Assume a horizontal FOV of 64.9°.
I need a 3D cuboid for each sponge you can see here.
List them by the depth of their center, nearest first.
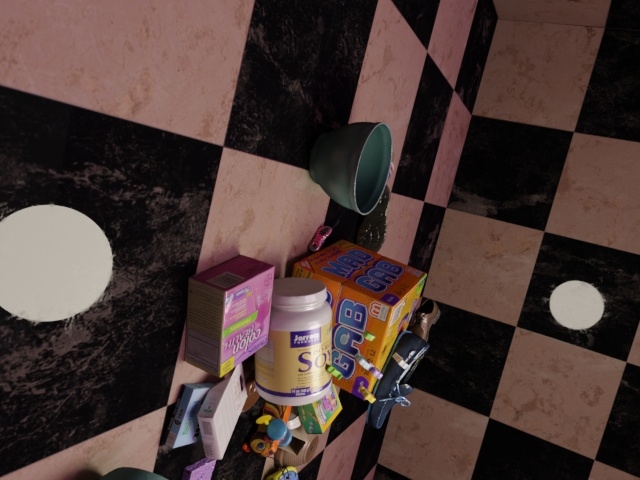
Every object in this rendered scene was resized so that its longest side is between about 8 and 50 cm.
[{"bbox_3d":[-0.378,0.750,1.472,0.117,0.031,0.210,13,93,-66],"label":"sponge"}]

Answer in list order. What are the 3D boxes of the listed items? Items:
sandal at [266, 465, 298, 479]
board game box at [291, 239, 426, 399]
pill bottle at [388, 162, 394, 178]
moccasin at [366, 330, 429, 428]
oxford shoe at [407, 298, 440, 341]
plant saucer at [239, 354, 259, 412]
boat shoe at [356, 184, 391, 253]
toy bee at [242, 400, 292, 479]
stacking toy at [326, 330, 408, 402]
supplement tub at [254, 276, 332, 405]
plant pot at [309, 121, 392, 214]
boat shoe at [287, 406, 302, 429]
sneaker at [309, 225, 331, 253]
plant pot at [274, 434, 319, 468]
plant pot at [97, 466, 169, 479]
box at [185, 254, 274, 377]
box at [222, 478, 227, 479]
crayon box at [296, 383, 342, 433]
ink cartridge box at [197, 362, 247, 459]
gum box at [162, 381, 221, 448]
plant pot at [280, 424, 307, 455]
[{"bbox_3d":[-0.124,1.010,2.016,0.126,0.138,0.317,-25,138,-6],"label":"sandal"},{"bbox_3d":[0.111,0.255,1.767,0.356,0.356,0.356,-26,133,-59],"label":"board game box"},{"bbox_3d":[0.207,-0.239,1.992,0.193,0.108,0.108,-58,152,-30],"label":"pill bottle"},{"bbox_3d":[0.258,0.474,1.679,0.342,0.116,0.137,-67,158,-1],"label":"moccasin"},{"bbox_3d":[0.352,0.303,1.813,0.227,0.082,0.096,-57,139,-28],"label":"oxford shoe"},{"bbox_3d":[-0.228,0.466,1.606,0.198,0.036,0.199,-43,142,-47],"label":"plant saucer"},{"bbox_3d":[0.236,-0.091,2.140,0.120,0.122,0.324,-55,159,-71],"label":"boat shoe"},{"bbox_3d":[-0.185,0.665,1.724,0.298,0.162,0.195,-81,164,-59],"label":"toy bee"},{"bbox_3d":[0.146,0.382,1.518,0.167,0.052,0.221,-46,124,2],"label":"stacking toy"},{"bbox_3d":[-0.083,0.297,1.525,0.241,0.241,0.331,-22,114,-60],"label":"supplement tub"},{"bbox_3d":[0.087,-0.249,1.622,0.293,0.196,0.293,-46,144,-47],"label":"plant pot"},{"bbox_3d":[-0.083,0.623,1.951,0.277,0.098,0.096,-34,132,-64],"label":"boat shoe"},{"bbox_3d":[0.000,0.000,1.789,0.119,0.047,0.057,-52,155,-24],"label":"sneaker"},{"bbox_3d":[-0.082,0.833,2.063,0.237,0.109,0.237,-43,142,-46],"label":"plant pot"},{"bbox_3d":[-0.409,0.626,1.045,0.235,0.293,0.293,-72,163,-49],"label":"plant pot"},{"bbox_3d":[-0.234,0.190,1.316,0.213,0.117,0.243,-26,129,-59],"label":"box"},{"bbox_3d":[-0.320,0.833,1.574,0.169,0.059,0.054,-43,146,-67],"label":"box"},{"bbox_3d":[-0.027,0.560,1.896,0.165,0.081,0.278,-30,104,-57],"label":"crayon box"},{"bbox_3d":[-0.272,0.465,1.419,0.225,0.056,0.181,-73,165,-56],"label":"ink cartridge box"},{"bbox_3d":[-0.333,0.470,1.374,0.184,0.041,0.157,33,75,-66],"label":"gum box"},{"bbox_3d":[-0.108,0.739,1.935,0.096,0.109,0.109,-65,180,-55],"label":"plant pot"}]
